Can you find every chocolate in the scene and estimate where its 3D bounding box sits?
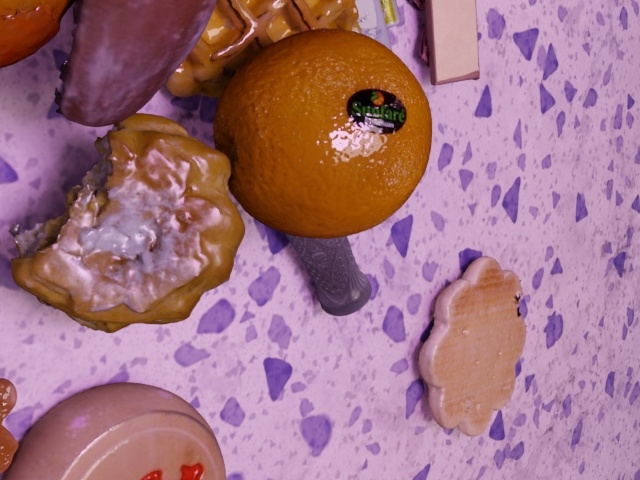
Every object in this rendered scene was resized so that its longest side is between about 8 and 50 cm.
[{"bbox_3d":[-0.129,-0.185,0.618,0.083,0.261,0.161,30,56,-9],"label":"chocolate"}]

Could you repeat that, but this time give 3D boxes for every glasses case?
[{"bbox_3d":[0.174,-0.328,1.158,0.102,0.070,0.193,-14,111,-15],"label":"glasses case"}]

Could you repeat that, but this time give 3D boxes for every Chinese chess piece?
[{"bbox_3d":[-0.215,0.278,0.831,0.251,0.097,0.251,-10,104,-44],"label":"Chinese chess piece"}]

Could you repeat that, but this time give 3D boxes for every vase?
[{"bbox_3d":[0.000,0.000,1.011,0.096,0.096,0.219,-48,131,-29],"label":"vase"}]

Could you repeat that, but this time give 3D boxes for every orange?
[{"bbox_3d":[0.005,-0.111,0.815,0.236,0.236,0.236,-10,105,-45],"label":"orange"}]

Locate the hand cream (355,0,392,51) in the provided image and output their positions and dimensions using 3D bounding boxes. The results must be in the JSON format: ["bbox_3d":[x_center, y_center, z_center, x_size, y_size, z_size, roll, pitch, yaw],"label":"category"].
[{"bbox_3d":[0.043,-0.286,1.021,0.109,0.067,0.320,-29,117,-16],"label":"hand cream"}]

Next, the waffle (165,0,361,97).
[{"bbox_3d":[-0.090,-0.347,0.830,0.380,0.095,0.382,-12,110,-37],"label":"waffle"}]

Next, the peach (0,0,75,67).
[{"bbox_3d":[-0.289,-0.283,0.507,0.372,0.290,0.372,-11,90,-75],"label":"peach"}]

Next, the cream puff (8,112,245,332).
[{"bbox_3d":[-0.177,-0.009,0.765,0.221,0.195,0.195,-48,131,-3],"label":"cream puff"}]

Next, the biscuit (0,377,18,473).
[{"bbox_3d":[-0.353,0.158,0.716,0.133,0.027,0.184,-43,124,-32],"label":"biscuit"}]

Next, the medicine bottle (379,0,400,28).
[{"bbox_3d":[0.078,-0.332,1.060,0.047,0.047,0.083,-40,124,-34],"label":"medicine bottle"}]

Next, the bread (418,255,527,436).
[{"bbox_3d":[0.268,0.185,1.347,0.316,0.054,0.316,-11,105,-46],"label":"bread"}]
